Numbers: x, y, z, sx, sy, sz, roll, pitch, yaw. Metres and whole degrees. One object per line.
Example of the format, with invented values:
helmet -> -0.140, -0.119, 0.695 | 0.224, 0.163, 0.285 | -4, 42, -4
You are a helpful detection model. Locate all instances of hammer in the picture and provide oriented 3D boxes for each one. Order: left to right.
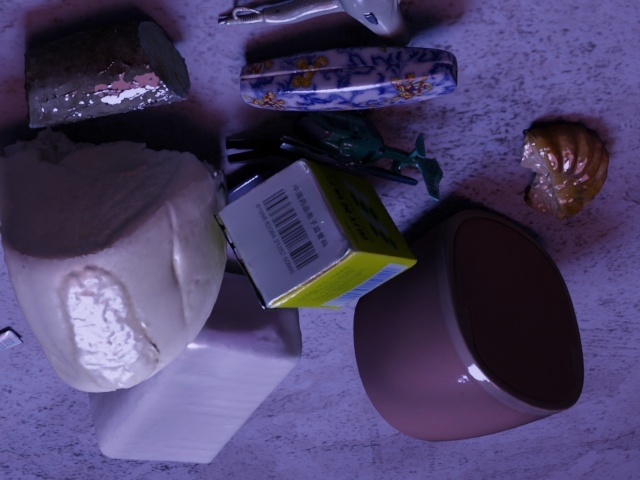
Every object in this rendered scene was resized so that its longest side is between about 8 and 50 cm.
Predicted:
hammer -> -0.145, -0.043, 1.771 | 0.290, 0.037, 0.137 | -29, 141, 25

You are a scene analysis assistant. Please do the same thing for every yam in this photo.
yam -> -0.244, -0.180, 1.502 | 0.183, 0.107, 0.107 | -13, 145, 7

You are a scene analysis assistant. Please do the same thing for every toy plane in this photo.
toy plane -> 0.052, -0.117, 1.664 | 0.235, 0.096, 0.060 | 15, 139, -28

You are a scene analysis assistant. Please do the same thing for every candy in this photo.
candy -> -0.185, 0.183, 1.988 | 0.208, 0.145, 0.359 | 11, 141, -27

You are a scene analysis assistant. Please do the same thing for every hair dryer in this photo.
hair dryer -> 0.011, -0.241, 1.528 | 0.199, 0.067, 0.167 | -18, 151, 30

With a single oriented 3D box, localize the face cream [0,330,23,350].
face cream -> -0.486, 0.156, 1.983 | 0.115, 0.020, 0.038 | -19, 143, 11

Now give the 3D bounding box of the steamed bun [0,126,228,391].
steamed bun -> -0.230, 0.008, 1.643 | 0.272, 0.273, 0.290 | -18, 140, 3

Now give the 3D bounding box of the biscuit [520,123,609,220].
biscuit -> 0.323, -0.088, 1.806 | 0.118, 0.061, 0.183 | -16, 144, 5

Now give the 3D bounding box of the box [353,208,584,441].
box -> 0.195, 0.135, 1.896 | 0.301, 0.301, 0.216 | 22, 139, -37

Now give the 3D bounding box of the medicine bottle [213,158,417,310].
medicine bottle -> 0.000, 0.000, 1.689 | 0.141, 0.137, 0.250 | -31, 166, 16

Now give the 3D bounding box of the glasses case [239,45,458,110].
glasses case -> 0.032, -0.183, 1.562 | 0.248, 0.065, 0.087 | -3, 167, 12
